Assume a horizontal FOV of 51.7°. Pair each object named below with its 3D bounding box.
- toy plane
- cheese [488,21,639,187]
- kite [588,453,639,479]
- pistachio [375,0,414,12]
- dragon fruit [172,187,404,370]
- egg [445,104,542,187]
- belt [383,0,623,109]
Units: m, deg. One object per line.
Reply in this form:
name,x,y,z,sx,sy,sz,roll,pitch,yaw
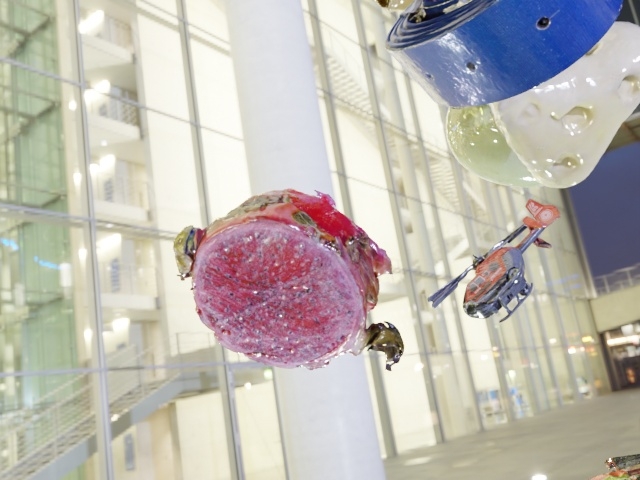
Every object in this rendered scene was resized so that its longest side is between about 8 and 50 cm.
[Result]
toy plane,0.167,0.021,0.600,0.145,0.060,0.037,-47,-47,-6
cheese,0.373,-0.198,1.001,0.251,0.174,0.248,-20,-43,6
kite,0.235,0.142,0.432,0.183,0.014,0.241,-22,-18,13
pistachio,0.176,-0.581,1.380,0.130,0.165,0.210,28,-55,-2
dragon fruit,-0.029,0.043,0.773,0.282,0.147,0.211,25,-60,-7
egg,0.390,-0.210,1.299,0.295,0.218,0.218,29,-6,15
belt,0.207,-0.277,0.811,0.212,0.117,0.347,-49,18,-1
